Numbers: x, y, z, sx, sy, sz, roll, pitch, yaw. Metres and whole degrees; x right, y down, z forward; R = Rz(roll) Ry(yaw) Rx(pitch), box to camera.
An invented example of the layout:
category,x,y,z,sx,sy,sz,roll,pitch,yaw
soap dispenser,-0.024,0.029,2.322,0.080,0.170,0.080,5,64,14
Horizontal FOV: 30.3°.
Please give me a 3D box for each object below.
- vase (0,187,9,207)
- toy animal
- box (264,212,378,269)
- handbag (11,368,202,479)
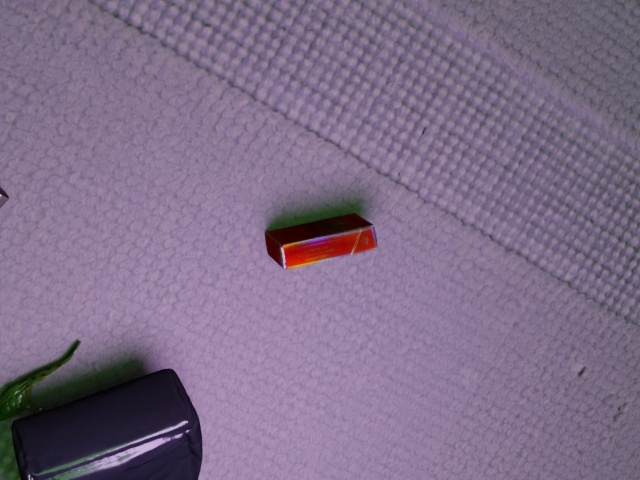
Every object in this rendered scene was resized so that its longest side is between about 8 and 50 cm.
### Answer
category,x,y,z,sx,sy,sz,roll,pitch,yaw
vase,-0.558,-0.051,1.910,0.101,0.053,0.053,-44,112,1
toy animal,-0.482,0.261,2.014,0.217,0.041,0.075,-34,109,-13
box,0.000,0.001,2.075,0.175,0.112,0.048,-12,106,-14
handbag,-0.361,0.355,2.020,0.302,0.178,0.275,-20,151,-14
